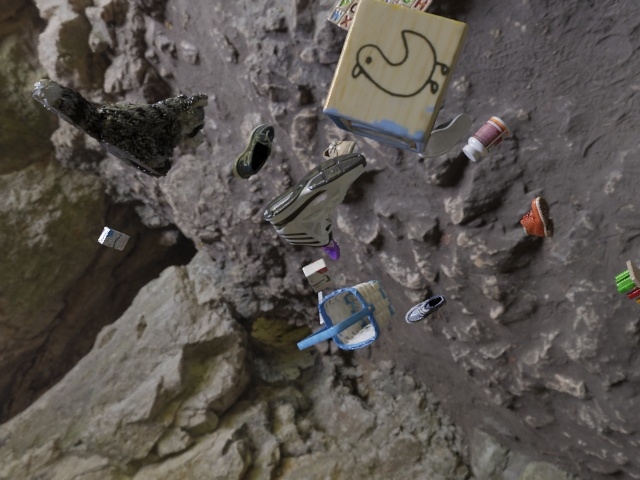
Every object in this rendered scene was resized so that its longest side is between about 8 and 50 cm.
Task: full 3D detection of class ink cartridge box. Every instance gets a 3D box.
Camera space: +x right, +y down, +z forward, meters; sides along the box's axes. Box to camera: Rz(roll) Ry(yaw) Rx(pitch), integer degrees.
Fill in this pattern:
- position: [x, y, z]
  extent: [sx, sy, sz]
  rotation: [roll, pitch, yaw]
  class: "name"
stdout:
- position: [-0.607, -0.002, 1.315]
  extent: [0.028, 0.048, 0.083]
  rotation: [22, 174, 37]
  class: "ink cartridge box"
- position: [-0.006, 0.157, 1.952]
  extent: [0.056, 0.099, 0.135]
  rotation: [63, 180, 43]
  class: "ink cartridge box"

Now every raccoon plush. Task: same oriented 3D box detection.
- position: [-0.515, -0.387, 1.272]
  extent: [0.216, 0.298, 0.446]
  rotation: [21, 167, 28]
  class: "raccoon plush"

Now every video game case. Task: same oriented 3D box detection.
- position: [0.059, 0.318, 1.771]
  extent: [0.190, 0.022, 0.173]
  rotation: [46, -159, -29]
  class: "video game case"

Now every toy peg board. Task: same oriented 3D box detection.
- position: [1.182, 0.182, 1.646]
  extent: [0.160, 0.161, 0.079]
  rotation: [46, 126, 4]
  class: "toy peg board"

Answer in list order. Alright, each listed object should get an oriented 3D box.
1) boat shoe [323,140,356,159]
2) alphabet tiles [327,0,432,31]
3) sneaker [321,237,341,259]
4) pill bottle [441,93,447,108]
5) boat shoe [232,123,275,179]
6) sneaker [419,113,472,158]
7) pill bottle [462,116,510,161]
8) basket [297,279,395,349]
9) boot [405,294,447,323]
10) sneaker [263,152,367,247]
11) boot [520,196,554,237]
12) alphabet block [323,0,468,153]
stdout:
- position: [0.083, -0.418, 2.089]
  extent: [0.098, 0.109, 0.302]
  rotation: [26, 177, -12]
  class: "boat shoe"
- position: [0.158, -0.606, 1.133]
  extent: [0.237, 0.198, 0.009]
  rotation: [41, -171, 26]
  class: "alphabet tiles"
- position: [0.000, 0.000, 2.020]
  extent: [0.236, 0.105, 0.095]
  rotation: [54, 145, -3]
  class: "sneaker"
- position: [0.476, -0.637, 1.887]
  extent: [0.130, 0.130, 0.245]
  rotation: [40, 158, 26]
  class: "pill bottle"
- position: [-0.196, -0.293, 1.425]
  extent: [0.079, 0.254, 0.095]
  rotation: [-4, 130, 30]
  class: "boat shoe"
- position: [0.490, -0.411, 1.845]
  extent: [0.104, 0.296, 0.147]
  rotation: [54, 159, -5]
  class: "sneaker"
- position: [0.583, -0.356, 1.564]
  extent: [0.086, 0.152, 0.086]
  rotation: [46, -172, -9]
  class: "pill bottle"
- position: [0.085, 0.258, 1.434]
  extent: [0.255, 0.289, 0.200]
  rotation: [-36, 77, 53]
  class: "basket"
- position: [0.426, 0.278, 1.813]
  extent: [0.069, 0.190, 0.086]
  rotation: [60, -167, 25]
  class: "boot"
- position: [0.024, -0.142, 1.754]
  extent: [0.257, 0.448, 0.169]
  rotation: [53, -172, -32]
  class: "sneaker"
- position: [0.627, -0.066, 1.298]
  extent: [0.085, 0.059, 0.157]
  rotation: [5, 144, 40]
  class: "boot"
- position: [0.136, -0.286, 0.808]
  extent: [0.193, 0.196, 0.193]
  rotation: [19, -171, 8]
  class: "alphabet block"
